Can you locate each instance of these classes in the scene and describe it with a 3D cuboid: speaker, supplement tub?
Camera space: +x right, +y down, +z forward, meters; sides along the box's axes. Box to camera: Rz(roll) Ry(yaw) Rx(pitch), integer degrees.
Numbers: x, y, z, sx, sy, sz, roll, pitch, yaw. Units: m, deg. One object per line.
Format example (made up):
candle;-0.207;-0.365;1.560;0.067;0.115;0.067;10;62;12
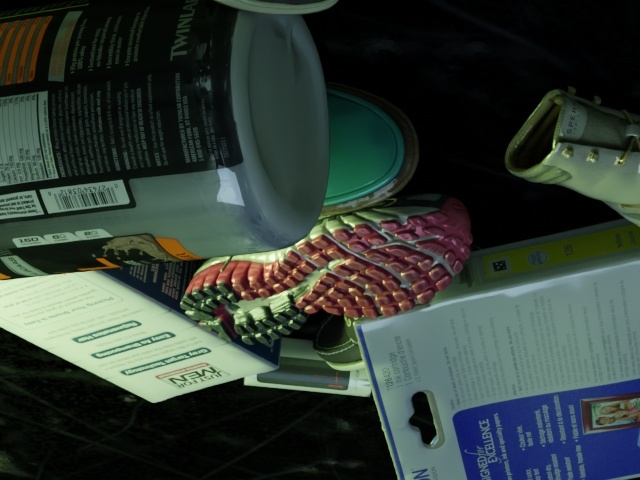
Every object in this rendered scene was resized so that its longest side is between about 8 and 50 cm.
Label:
speaker;-0.011;0.131;1.918;0.136;0.055;0.055;6;152;-1
supplement tub;-0.179;-0.079;1.383;0.338;0.207;0.207;-6;151;21

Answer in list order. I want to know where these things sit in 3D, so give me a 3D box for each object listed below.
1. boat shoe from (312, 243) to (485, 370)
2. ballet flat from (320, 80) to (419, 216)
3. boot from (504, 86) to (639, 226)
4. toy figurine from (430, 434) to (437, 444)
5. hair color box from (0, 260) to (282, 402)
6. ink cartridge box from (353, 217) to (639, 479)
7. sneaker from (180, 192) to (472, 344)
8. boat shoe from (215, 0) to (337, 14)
boat shoe;0.062;0.055;1.739;0.069;0.081;0.228;26;139;-31
ballet flat;-0.068;-0.063;1.518;0.342;0.116;0.124;-6;171;21
boot;0.263;-0.079;1.450;0.165;0.077;0.213;19;152;-22
toy figurine;0.190;0.228;1.895;0.191;0.217;0.362;-6;151;20
hair color box;-0.209;0.031;1.705;0.174;0.105;0.347;-17;145;37
ink cartridge box;0.205;0.123;1.705;0.307;0.072;0.303;-10;134;6
sneaker;0.000;0.000;1.587;0.299;0.112;0.121;-13;139;39
boat shoe;-0.076;-0.218;1.238;0.223;0.080;0.073;19;155;-16
